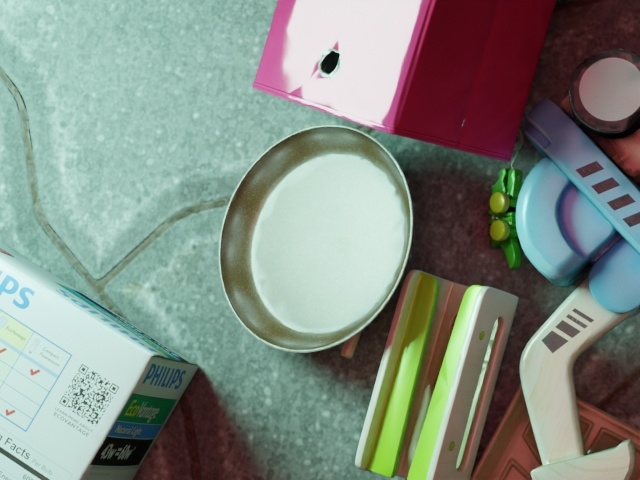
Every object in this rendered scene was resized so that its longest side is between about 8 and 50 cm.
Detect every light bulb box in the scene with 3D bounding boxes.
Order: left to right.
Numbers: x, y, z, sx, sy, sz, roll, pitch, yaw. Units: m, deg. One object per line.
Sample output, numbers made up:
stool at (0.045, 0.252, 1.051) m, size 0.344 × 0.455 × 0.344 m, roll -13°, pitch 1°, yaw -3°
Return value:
light bulb box at (-0.420, 0.224, 1.924) m, size 0.358 × 0.225 × 0.361 m, roll 31°, pitch 88°, yaw 13°

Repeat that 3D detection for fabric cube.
fabric cube at (0.112, -0.267, 1.814) m, size 0.254 × 0.259 × 0.258 m, roll 23°, pitch 100°, yaw 40°

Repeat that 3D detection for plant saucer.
plant saucer at (0.000, 0.000, 1.920) m, size 0.310 × 0.050 × 0.311 m, roll -11°, pitch 71°, yaw 33°

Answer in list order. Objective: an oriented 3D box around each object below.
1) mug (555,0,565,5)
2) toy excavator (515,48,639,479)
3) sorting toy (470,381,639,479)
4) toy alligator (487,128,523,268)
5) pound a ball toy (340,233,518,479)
mug at (0.289, -0.389, 1.938) m, size 0.129 × 0.097 × 0.158 m, roll -41°, pitch 77°, yaw 4°
toy excavator at (0.348, 0.051, 1.822) m, size 0.445 × 0.222 × 0.433 m, roll -42°, pitch 76°, yaw 8°
sorting toy at (0.300, 0.359, 1.878) m, size 0.229 × 0.041 × 0.307 m, roll 28°, pitch 89°, yaw 8°
toy alligator at (0.248, -0.055, 1.931) m, size 0.051 × 0.056 × 0.190 m, roll -7°, pitch 79°, yaw 50°
pound a ball toy at (0.136, 0.157, 1.899) m, size 0.208 × 0.135 × 0.319 m, roll 12°, pitch 85°, yaw 37°
